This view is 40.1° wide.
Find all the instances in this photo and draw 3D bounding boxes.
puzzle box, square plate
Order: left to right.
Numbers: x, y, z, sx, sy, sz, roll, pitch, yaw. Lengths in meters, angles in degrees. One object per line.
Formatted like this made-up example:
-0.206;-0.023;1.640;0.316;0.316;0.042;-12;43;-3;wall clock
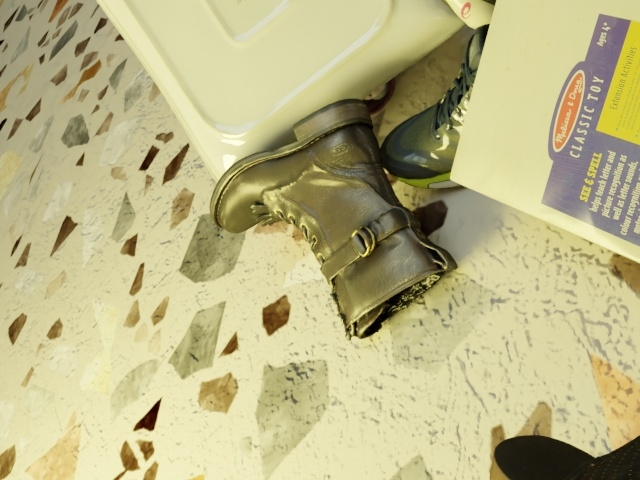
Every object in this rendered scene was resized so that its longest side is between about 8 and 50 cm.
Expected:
-0.076;-0.276;0.963;0.347;0.344;0.049;-34;-1;22;square plate
0.252;-0.194;0.637;0.272;0.052;0.408;32;115;46;puzzle box

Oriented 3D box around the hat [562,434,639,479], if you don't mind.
0.293;0.150;0.444;0.331;0.331;0.134;-22;86;39;hat

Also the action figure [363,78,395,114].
0.003;-0.279;1.093;0.370;0.248;0.275;-66;-7;33;action figure

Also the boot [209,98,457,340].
0.000;0.000;0.932;0.263;0.091;0.229;-34;69;36;boot

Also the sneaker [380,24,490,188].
0.167;-0.152;0.860;0.300;0.121;0.111;-29;44;34;sneaker

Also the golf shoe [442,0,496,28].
0.166;-0.297;0.860;0.105;0.120;0.273;-19;19;45;golf shoe

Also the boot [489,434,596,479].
0.221;0.251;0.552;0.305;0.112;0.115;35;123;50;boot
